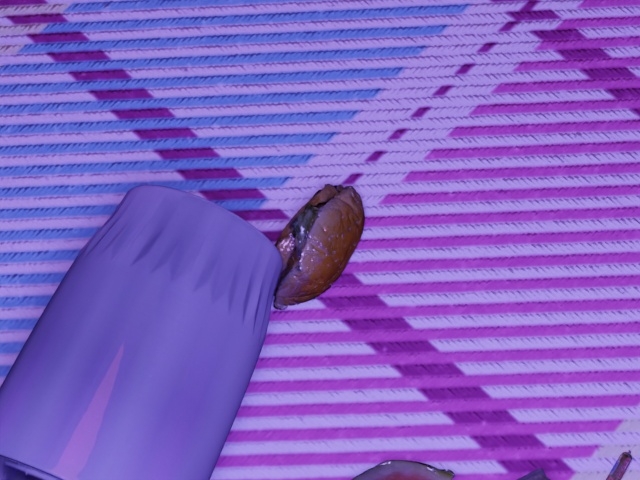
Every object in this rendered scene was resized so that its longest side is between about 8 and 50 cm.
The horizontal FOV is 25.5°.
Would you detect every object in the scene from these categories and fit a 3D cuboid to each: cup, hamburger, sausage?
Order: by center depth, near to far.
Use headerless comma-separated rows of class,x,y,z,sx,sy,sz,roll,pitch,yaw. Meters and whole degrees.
cup,-0.201,0.145,1.571,0.253,0.253,0.371,21,70,12
sausage,0.327,0.280,1.602,0.015,0.015,0.100,30,74,14
hamburger,-0.002,0.002,1.689,0.087,0.102,0.176,36,75,4

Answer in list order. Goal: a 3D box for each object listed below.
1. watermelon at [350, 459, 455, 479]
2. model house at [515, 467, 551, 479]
watermelon,0.057,0.327,1.544,0.119,0.063,0.245,10,42,31
model house,0.224,0.360,1.523,0.229,0.122,0.188,-33,68,-5
